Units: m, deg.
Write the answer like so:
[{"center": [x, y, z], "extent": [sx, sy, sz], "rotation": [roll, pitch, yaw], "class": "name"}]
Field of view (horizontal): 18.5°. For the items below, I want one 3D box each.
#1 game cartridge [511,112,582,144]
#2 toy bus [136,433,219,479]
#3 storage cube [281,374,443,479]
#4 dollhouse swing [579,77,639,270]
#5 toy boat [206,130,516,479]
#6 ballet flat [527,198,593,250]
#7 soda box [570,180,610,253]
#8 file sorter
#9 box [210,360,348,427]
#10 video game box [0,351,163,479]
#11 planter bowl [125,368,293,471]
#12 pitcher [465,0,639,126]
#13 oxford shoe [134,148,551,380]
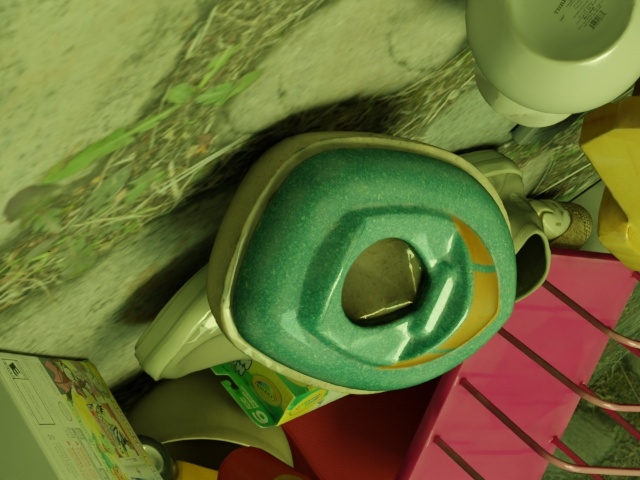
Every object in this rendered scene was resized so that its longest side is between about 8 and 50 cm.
[{"center": [0.203, -0.108, 1.710], "extent": [0.083, 0.017, 0.056], "rotation": [-19, 154, -49], "class": "game cartridge"}, {"center": [-0.101, 0.250, 1.544], "extent": [0.332, 0.130, 0.108], "rotation": [19, 133, -21], "class": "toy bus"}, {"center": [0.066, 0.246, 2.146], "extent": [0.215, 0.193, 0.184], "rotation": [-30, 164, -21], "class": "storage cube"}, {"center": [0.405, -0.117, 1.586], "extent": [0.305, 0.346, 0.315], "rotation": [61, 41, -47], "class": "dollhouse swing"}, {"center": [0.028, 0.084, 1.382], "extent": [0.267, 0.148, 0.318], "rotation": [9, 106, -41], "class": "toy boat"}, {"center": [0.198, 0.000, 1.940], "extent": [0.206, 0.073, 0.067], "rotation": [-32, 143, -32], "class": "ballet flat"}, {"center": [0.256, 0.035, 2.114], "extent": [0.286, 0.098, 0.091], "rotation": [-35, 165, -3], "class": "soda box"}, {"center": [0.244, 0.177, 1.924], "extent": [0.202, 0.182, 0.291], "rotation": [6, 115, -42], "class": "file sorter"}, {"center": [-0.017, 0.087, 1.631], "extent": [0.179, 0.105, 0.043], "rotation": [-22, 151, -44], "class": "box"}, {"center": [-0.162, 0.175, 1.380], "extent": [0.048, 0.205, 0.187], "rotation": [-36, 165, 12], "class": "video game box"}, {"center": [-0.100, 0.173, 1.637], "extent": [0.162, 0.109, 0.162], "rotation": [-1, 136, -1], "class": "planter bowl"}, {"center": [0.172, -0.165, 1.298], "extent": [0.178, 0.125, 0.207], "rotation": [-57, 176, 0], "class": "pitcher"}, {"center": [0.040, 0.035, 1.564], "extent": [0.449, 0.130, 0.169], "rotation": [-18, 159, -47], "class": "oxford shoe"}]
